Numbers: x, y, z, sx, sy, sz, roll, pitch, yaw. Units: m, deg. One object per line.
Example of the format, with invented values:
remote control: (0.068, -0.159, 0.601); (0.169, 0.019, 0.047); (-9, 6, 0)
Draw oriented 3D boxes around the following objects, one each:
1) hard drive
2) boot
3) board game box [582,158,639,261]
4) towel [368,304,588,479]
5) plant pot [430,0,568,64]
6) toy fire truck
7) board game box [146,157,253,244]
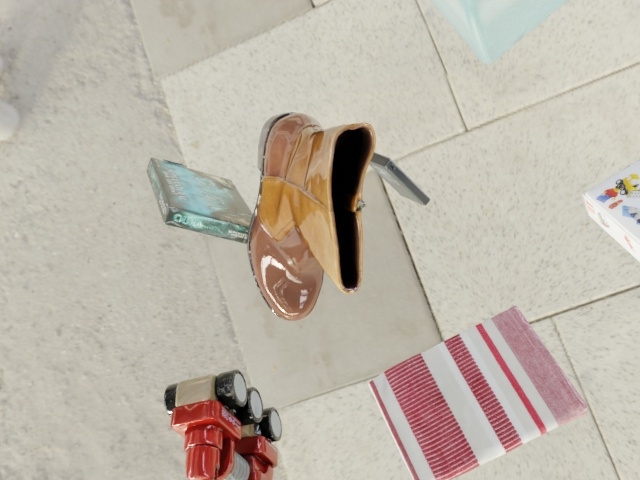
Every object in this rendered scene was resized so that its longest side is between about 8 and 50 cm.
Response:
hard drive: (0.152, -0.125, 1.345); (0.022, 0.135, 0.094); (-52, 32, -3)
boot: (0.000, 0.000, 0.706); (0.096, 0.280, 0.264); (3, 103, -19)
board game box: (0.499, -0.015, 0.826); (0.193, 0.053, 0.305); (-32, 40, 5)
towel: (0.279, 0.286, 1.231); (0.329, 0.037, 0.237); (-26, 52, 1)
plant pot: (0.268, -0.486, 1.071); (0.247, 0.252, 0.248); (-39, 69, 16)
toy fire truck: (-0.128, 0.344, 1.006); (0.159, 0.217, 0.246); (-14, 49, 13)
board game box: (-0.158, -0.055, 0.894); (0.026, 0.126, 0.186); (-66, 29, 17)
